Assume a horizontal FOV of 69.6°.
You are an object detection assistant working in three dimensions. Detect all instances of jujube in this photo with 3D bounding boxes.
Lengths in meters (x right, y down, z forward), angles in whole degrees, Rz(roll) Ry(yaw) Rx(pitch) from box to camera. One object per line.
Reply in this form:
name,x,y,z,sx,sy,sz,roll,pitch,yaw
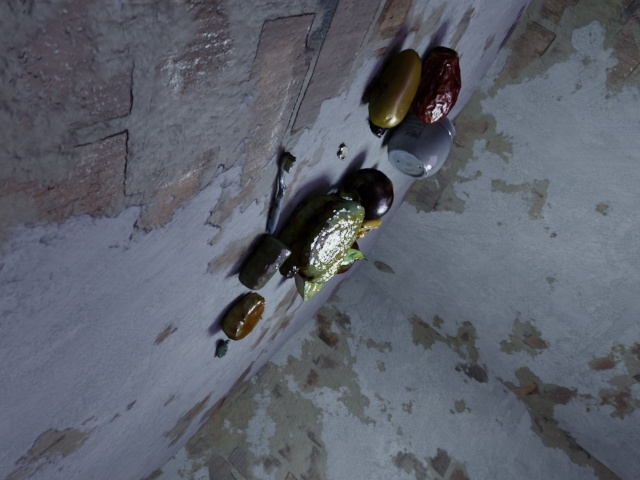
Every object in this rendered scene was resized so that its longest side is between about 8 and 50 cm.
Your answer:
jujube,0.458,-0.614,1.838,0.197,0.197,0.290,-40,149,-43

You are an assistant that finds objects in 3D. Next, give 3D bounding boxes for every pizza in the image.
pizza,0.094,-0.034,2.138,0.408,0.114,0.277,-16,178,-28

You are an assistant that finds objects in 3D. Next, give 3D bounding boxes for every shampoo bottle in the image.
shampoo bottle,0.461,-0.444,2.115,0.266,0.273,0.273,-55,169,-13

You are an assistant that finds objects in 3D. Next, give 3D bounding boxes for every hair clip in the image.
hair clip,-0.437,0.483,2.088,0.066,0.036,0.229,-39,169,-31

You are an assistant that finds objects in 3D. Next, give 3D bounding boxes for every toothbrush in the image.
toothbrush,-0.129,-0.130,1.434,0.035,0.042,0.413,-44,168,-32

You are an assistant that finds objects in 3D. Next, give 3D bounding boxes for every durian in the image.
durian,0.092,0.088,2.225,0.106,0.132,0.375,-11,176,44

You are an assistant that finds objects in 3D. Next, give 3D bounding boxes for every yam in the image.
yam,-0.199,0.082,1.626,0.194,0.107,0.107,-52,168,4

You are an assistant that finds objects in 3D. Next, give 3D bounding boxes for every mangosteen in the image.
mangosteen,0.177,-0.193,1.994,0.289,0.231,0.231,-17,150,-30

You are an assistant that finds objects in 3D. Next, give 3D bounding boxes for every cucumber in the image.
cucumber,0.287,-0.523,1.721,0.303,0.072,0.081,-53,167,5

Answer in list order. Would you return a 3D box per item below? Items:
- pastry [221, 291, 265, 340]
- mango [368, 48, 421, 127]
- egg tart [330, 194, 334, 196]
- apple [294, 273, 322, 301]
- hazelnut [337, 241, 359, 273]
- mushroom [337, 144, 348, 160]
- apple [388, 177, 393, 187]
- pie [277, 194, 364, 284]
pastry,-0.313,0.314,1.901,0.218,0.100,0.229,-49,164,-30
mango,0.247,-0.500,1.523,0.167,0.130,0.262,-21,142,-58
egg tart,0.032,-0.111,1.999,0.191,0.074,0.191,-50,170,-12
apple,-0.040,0.143,2.265,0.193,0.120,0.265,-22,128,-45
hazelnut,0.079,0.057,2.400,0.234,0.218,0.218,-51,168,16
mushroom,0.082,-0.322,1.685,0.049,0.019,0.101,-50,166,-10
apple,0.278,-0.240,2.303,0.199,0.199,0.199,-48,168,-14
pie,0.018,-0.007,1.837,0.395,0.180,0.418,-56,153,10
